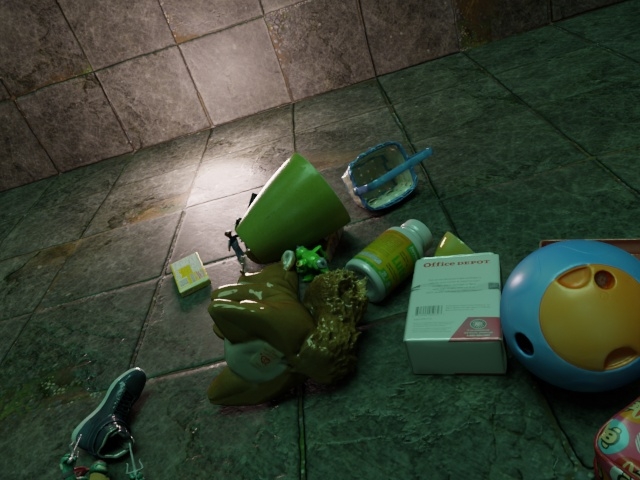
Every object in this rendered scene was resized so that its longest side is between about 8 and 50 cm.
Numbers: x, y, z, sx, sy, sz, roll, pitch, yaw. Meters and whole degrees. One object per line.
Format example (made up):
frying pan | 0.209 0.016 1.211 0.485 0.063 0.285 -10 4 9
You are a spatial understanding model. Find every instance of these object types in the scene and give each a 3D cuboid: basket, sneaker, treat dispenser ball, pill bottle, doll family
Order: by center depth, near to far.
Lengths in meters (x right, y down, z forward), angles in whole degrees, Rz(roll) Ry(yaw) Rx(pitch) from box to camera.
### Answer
treat dispenser ball | 0.495 0.141 0.994 0.288 0.288 0.288 -14 32 9
sneaker | -0.477 0.420 1.260 0.163 0.086 0.226 -1 45 45
pill bottle | 0.197 0.048 1.436 0.246 0.136 0.136 -38 36 -27
sneaker | -0.154 0.027 1.723 0.186 0.069 0.083 -3 37 9
basket | 0.219 -0.220 1.741 0.255 0.201 0.289 -30 2 -15
doll family | -0.273 -0.022 1.813 0.076 0.111 0.193 -11 33 12

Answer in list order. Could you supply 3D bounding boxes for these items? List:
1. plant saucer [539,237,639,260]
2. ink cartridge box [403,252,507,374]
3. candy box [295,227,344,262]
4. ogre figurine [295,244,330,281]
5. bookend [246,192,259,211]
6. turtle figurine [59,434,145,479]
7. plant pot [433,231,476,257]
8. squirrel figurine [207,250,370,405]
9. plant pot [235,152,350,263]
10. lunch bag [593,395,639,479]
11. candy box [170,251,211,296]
plant saucer | 0.649 0.090 1.219 0.259 0.047 0.258 0 36 26
ink cartridge box | 0.320 0.165 1.210 0.207 0.117 0.283 -5 35 21
candy box | 0.000 0.000 1.693 0.109 0.053 0.186 -4 36 22
ogre figurine | -0.018 0.081 1.517 0.097 0.118 0.197 -23 31 -5
bookend | -0.150 -0.103 1.832 0.157 0.072 0.156 9 12 -38
turtle figurine | -0.463 0.524 1.091 0.175 0.118 0.234 14 23 -26
plant pot | 0.351 0.056 1.371 0.095 0.134 0.134 -47 34 4
squirrel figurine | -0.075 0.190 1.309 0.397 0.280 0.370 0 24 5
plant pot | -0.107 -0.072 1.598 0.294 0.274 0.275 -39 35 -5
lunch bag | 0.609 0.336 0.796 0.293 0.120 0.258 -29 34 -16
candy box | -0.447 0.113 1.780 0.105 0.027 0.206 -24 32 -13
